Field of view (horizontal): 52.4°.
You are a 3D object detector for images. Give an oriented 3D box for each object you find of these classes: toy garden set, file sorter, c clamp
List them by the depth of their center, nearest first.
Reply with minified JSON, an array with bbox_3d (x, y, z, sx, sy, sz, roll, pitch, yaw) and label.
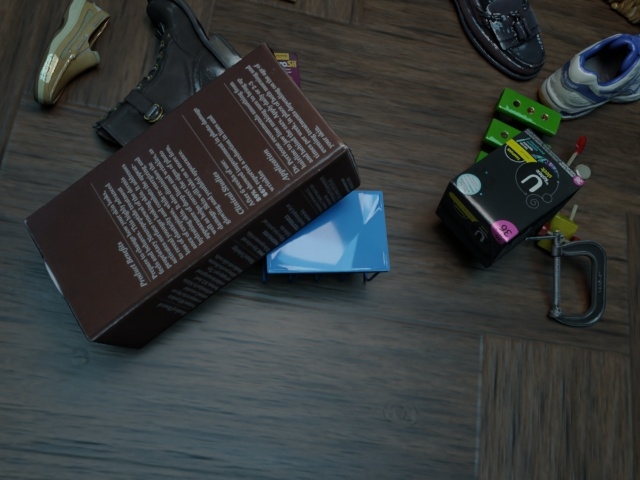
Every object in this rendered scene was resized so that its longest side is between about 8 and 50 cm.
[{"bbox_3d":[0.000,0.000,0.943,0.170,0.104,0.118,-1,74,-11],"label":"file sorter"},{"bbox_3d":[0.388,0.062,1.024,0.137,0.022,0.161,-10,98,-10],"label":"c clamp"},{"bbox_3d":[0.351,-0.105,1.078,0.204,0.049,0.244,26,69,-1],"label":"toy garden set"}]

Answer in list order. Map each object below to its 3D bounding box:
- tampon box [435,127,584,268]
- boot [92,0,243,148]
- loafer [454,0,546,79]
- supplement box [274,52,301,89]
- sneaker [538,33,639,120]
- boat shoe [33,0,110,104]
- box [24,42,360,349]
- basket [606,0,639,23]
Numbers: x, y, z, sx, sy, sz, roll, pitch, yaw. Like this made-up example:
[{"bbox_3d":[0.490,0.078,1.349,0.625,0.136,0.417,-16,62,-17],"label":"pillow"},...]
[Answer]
[{"bbox_3d":[0.275,-0.063,0.961,0.161,0.101,0.120,-35,72,-18],"label":"tampon box"},{"bbox_3d":[-0.249,-0.237,0.968,0.229,0.091,0.263,-43,63,-4],"label":"boot"},{"bbox_3d":[0.298,-0.422,1.135,0.109,0.095,0.302,-29,81,-18],"label":"loafer"},{"bbox_3d":[-0.062,-0.253,1.039,0.055,0.043,0.083,-4,74,-12],"label":"supplement box"},{"bbox_3d":[0.527,-0.303,1.128,0.296,0.131,0.112,-28,79,-19],"label":"sneaker"},{"bbox_3d":[-0.367,-0.281,0.977,0.072,0.068,0.190,20,70,-17],"label":"boat shoe"},{"bbox_3d":[-0.156,-0.048,0.835,0.381,0.143,0.191,-35,71,-1],"label":"box"},{"bbox_3d":[0.646,-0.558,1.138,0.213,0.299,0.223,41,70,2],"label":"basket"}]
